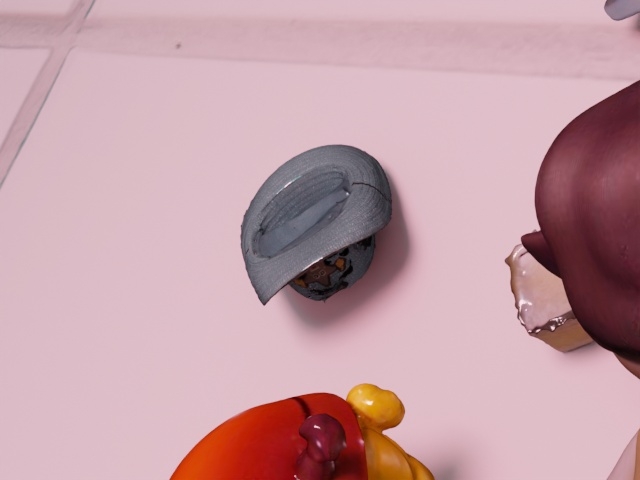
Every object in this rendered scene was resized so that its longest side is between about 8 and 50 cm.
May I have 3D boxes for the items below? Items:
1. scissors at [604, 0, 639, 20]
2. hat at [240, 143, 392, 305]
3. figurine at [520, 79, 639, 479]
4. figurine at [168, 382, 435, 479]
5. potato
[{"bbox_3d":[0.346,-0.301,1.071,0.360,0.029,0.191,-51,16,-7],"label":"scissors"},{"bbox_3d":[0.000,0.000,1.184,0.138,0.078,0.191,-30,27,13],"label":"hat"},{"bbox_3d":[0.245,0.073,0.835,0.218,0.206,0.365,0,99,61],"label":"figurine"},{"bbox_3d":[-0.041,0.229,0.973,0.323,0.196,0.320,-40,36,30],"label":"figurine"},{"bbox_3d":[0.193,0.023,1.000,0.122,0.061,0.086,-27,48,29],"label":"potato"}]
